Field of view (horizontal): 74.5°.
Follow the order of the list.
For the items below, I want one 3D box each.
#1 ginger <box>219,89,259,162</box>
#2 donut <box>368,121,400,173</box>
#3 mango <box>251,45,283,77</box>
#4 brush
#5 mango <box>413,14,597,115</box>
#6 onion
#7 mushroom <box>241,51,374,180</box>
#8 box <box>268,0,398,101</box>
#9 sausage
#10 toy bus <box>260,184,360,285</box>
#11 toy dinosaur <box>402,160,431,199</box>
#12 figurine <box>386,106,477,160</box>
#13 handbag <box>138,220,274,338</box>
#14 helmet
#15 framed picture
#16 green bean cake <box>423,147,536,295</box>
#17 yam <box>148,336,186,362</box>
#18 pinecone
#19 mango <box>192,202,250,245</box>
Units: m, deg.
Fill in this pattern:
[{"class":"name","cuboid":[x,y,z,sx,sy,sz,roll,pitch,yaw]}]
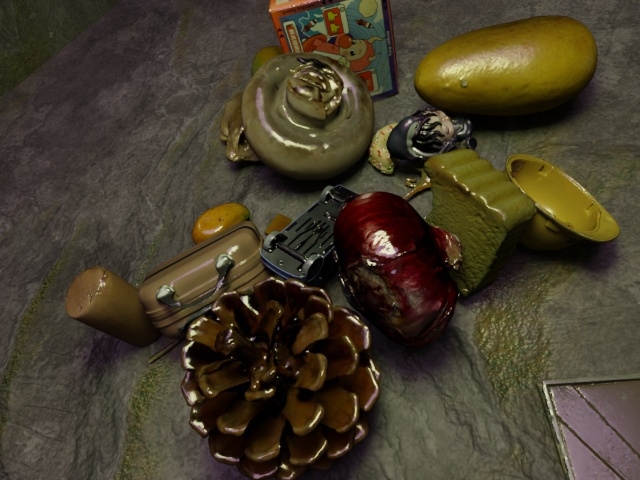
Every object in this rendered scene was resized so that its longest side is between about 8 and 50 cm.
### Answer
[{"class":"ginger","cuboid":[-0.232,-0.345,1.303,0.221,0.130,0.276,-5,56,26]},{"class":"donut","cuboid":[0.186,-0.263,1.153,0.108,0.065,0.166,22,66,29]},{"class":"mango","cuboid":[-0.154,-0.561,1.410,0.156,0.114,0.251,-40,44,10]},{"class":"brush","cuboid":[-0.001,0.015,1.052,0.336,0.020,0.085,25,67,29]},{"class":"mango","cuboid":[0.452,-0.424,1.061,0.444,0.221,0.301,-14,38,-3]},{"class":"onion","cuboid":[0.152,0.040,0.804,0.232,0.314,0.314,-32,53,13]},{"class":"mushroom","cuboid":[-0.028,-0.341,1.105,0.361,0.295,0.363,3,71,-9]},{"class":"box","cuboid":[0.055,-0.616,1.255,0.318,0.349,0.257,-9,55,10]},{"class":"sausage","cuboid":[-0.462,0.153,0.959,0.123,0.253,0.123,-6,60,10]},{"class":"toy bus","cuboid":[0.000,0.000,0.952,0.125,0.133,0.292,29,52,24]},{"class":"toy dinosaur","cuboid":[0.275,-0.145,1.065,0.126,0.039,0.162,13,63,22]},{"class":"figurine","cuboid":[0.268,-0.264,1.063,0.222,0.145,0.145,-5,48,-28]},{"class":"handbag","cuboid":[-0.247,0.093,0.933,0.301,0.149,0.283,-27,19,-2]},{"class":"helmet","cuboid":[0.460,-0.054,0.887,0.205,0.140,0.257,-14,58,-33]},{"class":"framed picture","cuboid":[0.506,0.369,0.660,0.231,0.024,0.315,-8,56,12]},{"class":"green bean cake","cuboid":[0.297,-0.043,0.866,0.124,0.236,0.233,-22,53,-24]},{"class":"yam","cuboid":[-0.364,0.256,1.005,0.107,0.014,0.014,-36,55,-8]},{"class":"pinecone","cuboid":[-0.073,0.213,0.732,0.384,0.384,0.385,-8,55,12]},{"class":"mango","cuboid":[-0.272,-0.044,1.132,0.115,0.089,0.165,21,63,26]}]
